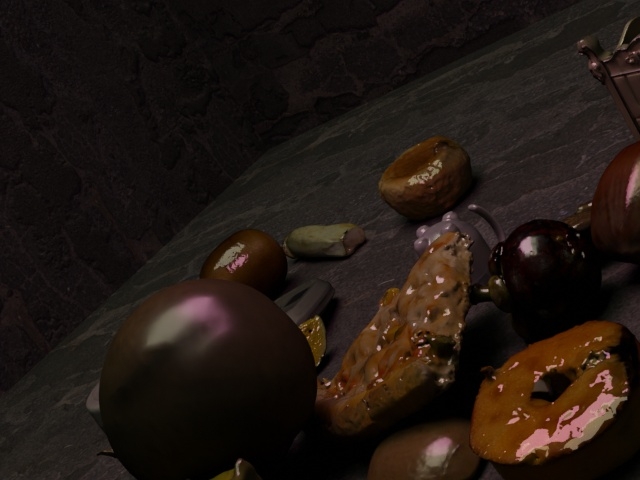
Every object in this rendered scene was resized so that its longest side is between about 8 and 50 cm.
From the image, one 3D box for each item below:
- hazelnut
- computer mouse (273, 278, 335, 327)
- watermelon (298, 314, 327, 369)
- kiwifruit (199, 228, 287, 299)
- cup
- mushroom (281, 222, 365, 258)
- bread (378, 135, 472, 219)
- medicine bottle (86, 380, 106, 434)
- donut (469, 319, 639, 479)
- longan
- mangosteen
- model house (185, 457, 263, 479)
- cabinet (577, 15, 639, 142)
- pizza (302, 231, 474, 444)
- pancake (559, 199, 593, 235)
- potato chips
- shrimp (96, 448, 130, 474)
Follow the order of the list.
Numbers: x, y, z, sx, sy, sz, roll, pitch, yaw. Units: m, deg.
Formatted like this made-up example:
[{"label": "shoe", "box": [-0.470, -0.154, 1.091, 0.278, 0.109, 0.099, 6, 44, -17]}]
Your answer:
[{"label": "hazelnut", "box": [0.497, -0.058, 1.489, 0.210, 0.186, 0.210, 2, 4, 0]}, {"label": "computer mouse", "box": [-0.071, 0.181, 2.143, 0.197, 0.095, 0.331, -25, 8, 26]}, {"label": "watermelon", "box": [-0.049, 0.233, 1.940, 0.181, 0.092, 0.075, -31, 26, -20]}, {"label": "kiwifruit", "box": [-0.196, 0.086, 2.519, 0.234, 0.196, 0.196, -39, 16, -21]}, {"label": "cup", "box": [0.258, 0.021, 1.839, 0.173, 0.142, 0.134, -32, 14, 5]}, {"label": "mushroom", "box": [0.000, 0.000, 2.585, 0.100, 0.081, 0.312, -47, 20, -23]}, {"label": "bread", "box": [0.257, -0.142, 2.386, 0.244, 0.134, 0.244, -29, 17, 10]}, {"label": "medicine bottle", "box": [-0.271, 0.318, 1.853, 0.238, 0.232, 0.238, -32, 15, 10]}, {"label": "donut", "box": [0.296, 0.201, 1.241, 0.253, 0.118, 0.253, -30, 13, 8]}, {"label": "longan", "box": [-0.169, 0.238, 1.574, 0.361, 0.361, 0.361, -32, 15, 9]}, {"label": "mangosteen", "box": [0.338, 0.059, 1.540, 0.172, 0.172, 0.184, -67, 2, -64]}, {"label": "model house", "box": [-0.180, 0.434, 1.403, 0.234, 0.175, 0.193, -19, 22, 35]}, {"label": "cabinet", "box": [0.619, -0.245, 1.564, 0.227, 0.318, 0.290, -39, 16, -18]}, {"label": "pizza", "box": [0.106, 0.183, 1.555, 0.435, 0.080, 0.392, -53, 11, 9]}, {"label": "pancake", "box": [0.424, -0.025, 1.728, 0.288, 0.033, 0.286, -29, 1, 31]}, {"label": "potato chips", "box": [0.136, 0.294, 1.399, 0.195, 0.062, 0.208, -36, 17, -2]}, {"label": "shrimp", "box": [-0.276, 0.404, 1.714, 0.047, 0.223, 0.126, 65, -141, -74]}]
